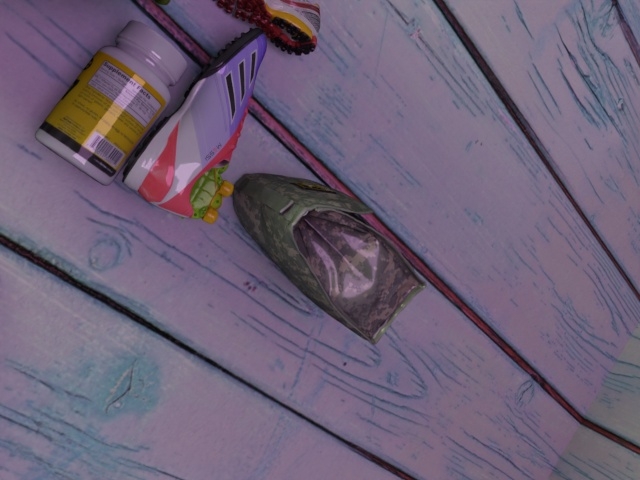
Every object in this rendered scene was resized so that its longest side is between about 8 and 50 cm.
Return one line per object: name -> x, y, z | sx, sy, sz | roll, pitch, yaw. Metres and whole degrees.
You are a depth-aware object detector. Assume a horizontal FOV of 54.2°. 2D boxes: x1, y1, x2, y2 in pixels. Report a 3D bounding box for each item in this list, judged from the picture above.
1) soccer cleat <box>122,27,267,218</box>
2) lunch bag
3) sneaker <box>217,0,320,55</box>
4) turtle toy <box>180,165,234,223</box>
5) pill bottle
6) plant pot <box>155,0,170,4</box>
soccer cleat -> -0.160, -0.180, 0.937 | 0.116, 0.108, 0.318 | 38, 71, -15
lunch bag -> 0.000, 0.000, 1.043 | 0.169, 0.235, 0.287 | -49, 125, -6
sneaker -> -0.091, -0.388, 0.980 | 0.225, 0.088, 0.093 | 31, 65, -36
turtle toy -> -0.188, -0.090, 0.995 | 0.095, 0.066, 0.130 | 31, 82, -12
pill bottle -> -0.285, -0.191, 0.870 | 0.119, 0.119, 0.209 | 40, 80, -35
plant pot -> -0.351, -0.438, 0.644 | 0.352, 0.366, 0.367 | -8, 108, -20
